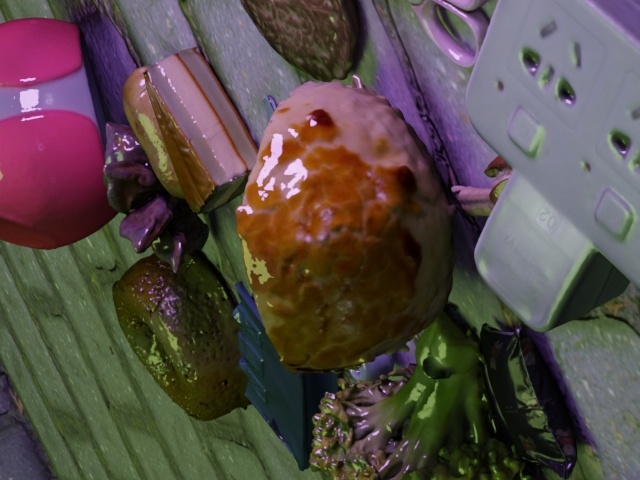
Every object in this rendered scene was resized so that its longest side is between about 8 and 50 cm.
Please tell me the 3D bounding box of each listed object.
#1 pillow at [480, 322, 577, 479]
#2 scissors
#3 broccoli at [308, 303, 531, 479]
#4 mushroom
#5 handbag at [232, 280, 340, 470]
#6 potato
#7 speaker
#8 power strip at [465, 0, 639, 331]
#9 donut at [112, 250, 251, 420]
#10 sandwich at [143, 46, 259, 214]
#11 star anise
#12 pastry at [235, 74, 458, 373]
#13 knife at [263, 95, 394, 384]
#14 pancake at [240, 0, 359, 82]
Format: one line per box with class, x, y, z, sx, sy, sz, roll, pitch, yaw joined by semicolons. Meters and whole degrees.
pillow;0.195;0.148;1.705;0.090;0.048;0.150;-13;100;59
scissors;0.062;-0.236;1.565;0.242;0.030;0.118;36;147;40
broccoli;0.084;0.213;1.847;0.242;0.180;0.273;42;150;43
mushroom;0.151;-0.041;1.571;0.060;0.061;0.187;57;162;-2
handbag;-0.043;0.158;2.230;0.179;0.062;0.229;49;156;35
potato;-0.176;-0.125;2.146;0.170;0.080;0.107;61;175;-6
speaker;-0.362;-0.143;2.321;0.294;0.294;0.294;47;154;32
power strip;0.222;-0.063;1.336;0.229;0.141;0.261;48;140;29
donut;-0.189;0.130;2.456;0.272;0.107;0.272;50;157;30
sandwich;-0.145;-0.122;2.087;0.163;0.079;0.113;58;157;7
star anise;-0.207;-0.060;2.220;0.197;0.073;0.212;60;-164;-6
pastry;0.039;-0.009;1.661;0.170;0.237;0.256;2;114;18
knife;0.000;0.001;1.984;0.331;0.044;0.080;68;165;1
pancake;-0.034;-0.250;1.763;0.235;0.029;0.212;47;154;33
